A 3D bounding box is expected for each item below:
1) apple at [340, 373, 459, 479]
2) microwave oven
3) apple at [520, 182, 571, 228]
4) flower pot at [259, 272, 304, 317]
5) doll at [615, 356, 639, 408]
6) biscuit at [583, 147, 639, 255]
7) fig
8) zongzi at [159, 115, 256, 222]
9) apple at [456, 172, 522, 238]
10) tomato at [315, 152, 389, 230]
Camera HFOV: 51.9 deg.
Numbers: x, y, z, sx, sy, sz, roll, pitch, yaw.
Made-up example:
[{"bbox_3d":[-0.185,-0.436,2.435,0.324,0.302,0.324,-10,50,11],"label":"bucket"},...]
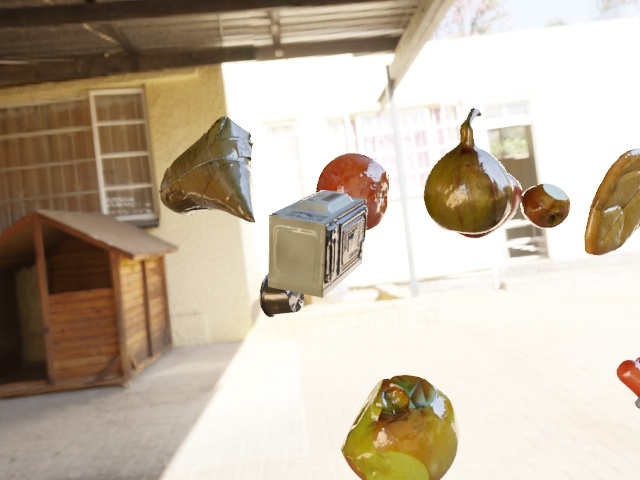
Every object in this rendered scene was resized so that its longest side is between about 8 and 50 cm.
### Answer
[{"bbox_3d":[0.255,0.613,2.103,0.384,0.373,0.374,-14,1,-16],"label":"apple"},{"bbox_3d":[0.000,0.000,1.248,0.123,0.162,0.208,10,20,21],"label":"microwave oven"},{"bbox_3d":[0.520,-0.081,1.530,0.114,0.102,0.099,-3,-45,-21],"label":"apple"},{"bbox_3d":[-0.123,0.185,2.218,0.107,0.157,0.157,1,3,28],"label":"flower pot"},{"bbox_3d":[0.779,0.355,1.425,0.161,0.290,0.129,-38,-16,-23],"label":"doll"},{"bbox_3d":[0.633,-0.073,1.377,0.041,0.260,0.203,28,-17,48],"label":"biscuit"},{"bbox_3d":[0.251,-0.102,1.091,0.148,0.186,0.142,-23,36,-30],"label":"fig"},{"bbox_3d":[-0.300,-0.110,1.788,0.160,0.360,0.323,19,-48,-42],"label":"zongzi"},{"bbox_3d":[0.331,-0.090,1.406,0.181,0.168,0.181,27,9,-5],"label":"apple"},{"bbox_3d":[0.080,-0.126,1.716,0.185,0.208,0.208,8,5,23],"label":"tomato"}]
